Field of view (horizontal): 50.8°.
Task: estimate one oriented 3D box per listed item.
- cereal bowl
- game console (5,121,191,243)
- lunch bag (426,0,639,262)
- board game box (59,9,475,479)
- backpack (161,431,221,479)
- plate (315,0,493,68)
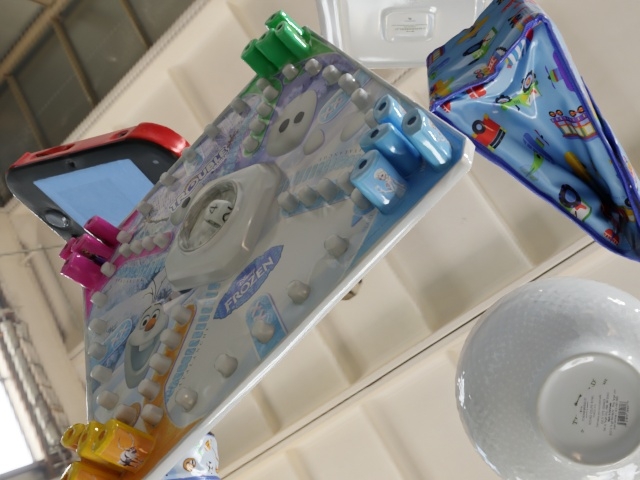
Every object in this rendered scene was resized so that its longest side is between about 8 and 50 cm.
[{"bbox_3d":[0.370,0.224,0.972,0.339,0.141,0.339,0,-89,4],"label":"cereal bowl"},{"bbox_3d":[-0.304,-0.033,1.129,0.387,0.342,0.060,-6,-136,32],"label":"game console"},{"bbox_3d":[0.257,-0.109,0.730,0.138,0.221,0.293,-39,-73,24],"label":"lunch bag"},{"bbox_3d":[-0.102,-0.022,0.616,0.390,0.050,0.390,-46,-146,8],"label":"board game box"},{"bbox_3d":[-0.338,0.488,1.395,0.263,0.276,0.213,-14,-108,-9],"label":"backpack"},{"bbox_3d":[0.128,-0.324,0.965,0.277,0.278,0.045,1,-110,8],"label":"plate"}]
